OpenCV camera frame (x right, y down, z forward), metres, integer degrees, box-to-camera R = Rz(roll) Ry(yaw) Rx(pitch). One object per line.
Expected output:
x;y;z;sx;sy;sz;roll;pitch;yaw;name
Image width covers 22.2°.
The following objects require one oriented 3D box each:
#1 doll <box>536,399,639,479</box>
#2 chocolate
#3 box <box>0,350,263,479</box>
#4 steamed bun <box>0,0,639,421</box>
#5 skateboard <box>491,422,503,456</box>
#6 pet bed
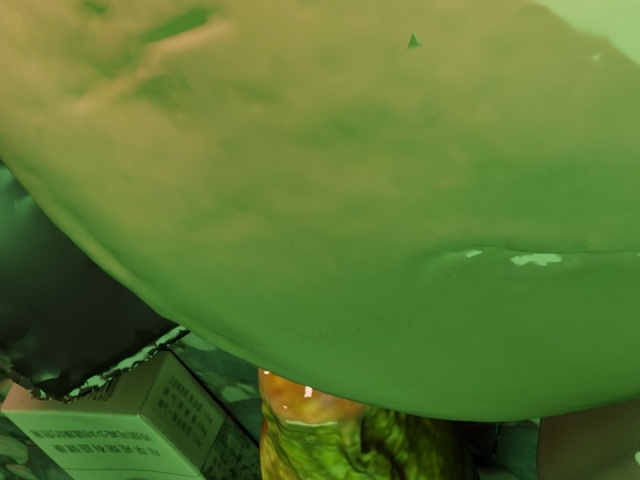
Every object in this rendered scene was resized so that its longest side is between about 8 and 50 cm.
0.225;0.081;0.872;0.216;0.268;0.284;11;154;-18;doll
0.034;0.169;1.132;0.162;0.162;0.445;14;160;14;chocolate
-0.140;0.195;1.450;0.164;0.069;0.256;-2;141;35;box
0.045;-0.141;0.525;0.371;0.290;0.456;-23;106;52;steamed bun
0.149;0.129;1.205;0.064;0.032;0.083;7;144;6;skateboard
-0.180;-0.024;1.072;0.183;0.159;0.211;-34;124;24;pet bed
